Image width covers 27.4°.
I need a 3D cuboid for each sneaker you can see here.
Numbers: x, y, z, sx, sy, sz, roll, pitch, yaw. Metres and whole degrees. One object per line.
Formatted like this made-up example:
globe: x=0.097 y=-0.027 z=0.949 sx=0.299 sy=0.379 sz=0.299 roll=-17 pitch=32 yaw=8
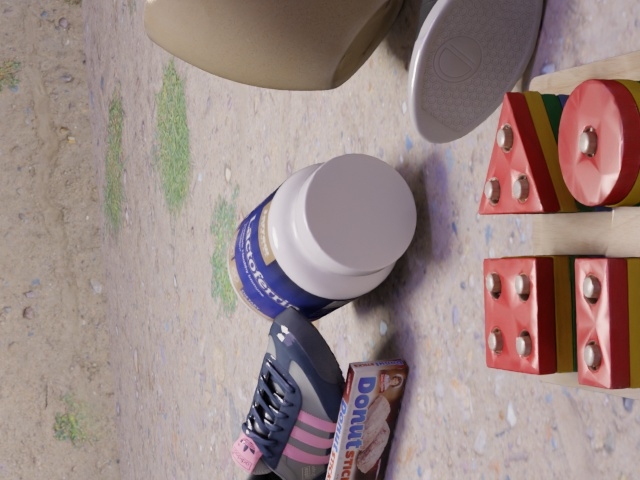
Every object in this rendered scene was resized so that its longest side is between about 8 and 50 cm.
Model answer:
sneaker: x=-0.041 y=0.208 z=1.508 sx=0.112 sy=0.131 sz=0.319 roll=46 pitch=156 yaw=35
sneaker: x=0.128 y=-0.240 z=1.165 sx=0.147 sy=0.104 sz=0.296 roll=-123 pitch=42 yaw=-59

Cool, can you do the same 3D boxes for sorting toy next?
sorting toy: x=0.201 y=-0.010 z=0.979 sx=0.257 sy=0.089 sz=0.256 roll=178 pitch=90 yaw=-71

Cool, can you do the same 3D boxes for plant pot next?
plant pot: x=-0.023 y=-0.268 z=1.392 sx=0.191 sy=0.284 sz=0.284 roll=39 pitch=144 yaw=9

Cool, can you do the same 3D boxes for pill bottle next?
pill bottle: x=0.000 y=0.000 z=1.455 sx=0.264 sy=0.153 sz=0.153 roll=143 pitch=123 yaw=-66

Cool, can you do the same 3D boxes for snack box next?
snack box: x=0.049 y=0.210 z=1.461 sx=0.022 sy=0.064 sz=0.178 roll=-122 pitch=35 yaw=-53
